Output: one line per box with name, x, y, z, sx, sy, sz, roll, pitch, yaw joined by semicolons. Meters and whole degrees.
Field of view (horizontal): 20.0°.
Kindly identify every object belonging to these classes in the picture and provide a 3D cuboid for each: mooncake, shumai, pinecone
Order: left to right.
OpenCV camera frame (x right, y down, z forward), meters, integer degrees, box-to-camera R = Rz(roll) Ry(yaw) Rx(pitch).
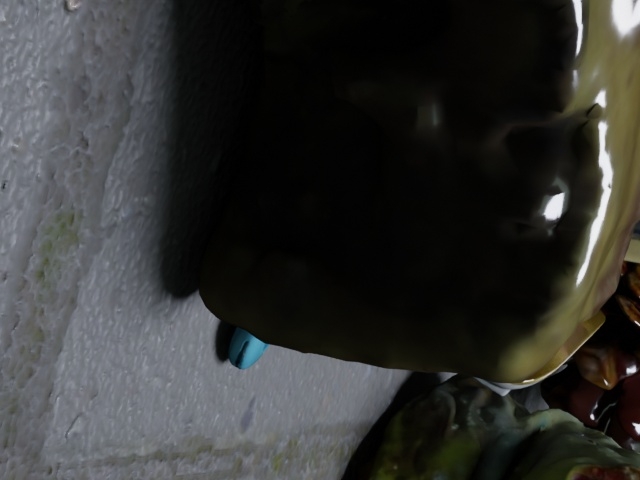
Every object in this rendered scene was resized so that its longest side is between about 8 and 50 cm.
mooncake;0.064;-0.134;0.974;0.394;0.246;0.393;47;55;-70
shumai;0.181;0.267;1.459;0.304;0.263;0.309;36;63;-51
pinecone;0.328;0.102;1.806;0.264;0.264;0.264;-50;149;-46

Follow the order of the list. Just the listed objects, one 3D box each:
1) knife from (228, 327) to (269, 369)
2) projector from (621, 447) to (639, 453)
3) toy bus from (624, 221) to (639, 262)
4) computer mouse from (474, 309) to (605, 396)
knife;0.000;0.000;1.183;0.222;0.031;0.064;-57;172;-36
projector;0.240;0.317;1.707;0.079;0.259;0.257;14;92;-70
toy bus;0.288;-0.088;1.614;0.365;0.202;0.177;-24;127;-65
computer mouse;0.171;0.055;1.549;0.056;0.126;0.245;-54;167;26
